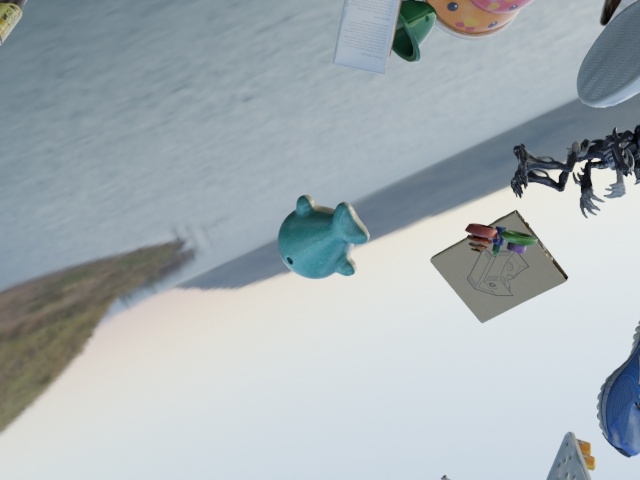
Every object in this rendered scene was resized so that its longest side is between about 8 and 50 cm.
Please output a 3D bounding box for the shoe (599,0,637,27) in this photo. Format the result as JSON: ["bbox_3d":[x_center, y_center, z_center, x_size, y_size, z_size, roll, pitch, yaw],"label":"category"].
[{"bbox_3d":[0.629,-0.531,2.012,0.058,0.076,0.219,-12,133,-31],"label":"shoe"}]

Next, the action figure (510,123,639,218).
[{"bbox_3d":[0.475,-0.117,1.713,0.275,0.141,0.164,-7,160,-2],"label":"action figure"}]

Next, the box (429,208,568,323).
[{"bbox_3d":[0.326,0.052,1.811,0.201,0.164,0.021,-32,-167,36],"label":"box"}]

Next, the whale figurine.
[{"bbox_3d":[0.000,0.000,2.232,0.141,0.216,0.272,-36,-173,-29],"label":"whale figurine"}]

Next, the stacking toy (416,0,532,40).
[{"bbox_3d":[0.447,-0.667,2.255,0.350,0.351,0.480,-25,-170,-23],"label":"stacking toy"}]

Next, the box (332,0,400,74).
[{"bbox_3d":[0.086,-0.381,1.667,0.091,0.171,0.130,12,-159,3],"label":"box"}]

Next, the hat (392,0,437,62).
[{"bbox_3d":[0.238,-0.517,2.207,0.183,0.173,0.208,-37,-152,-9],"label":"hat"}]

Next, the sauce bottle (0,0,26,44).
[{"bbox_3d":[-0.485,-0.349,1.523,0.042,0.042,0.128,-24,-143,45],"label":"sauce bottle"}]

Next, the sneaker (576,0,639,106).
[{"bbox_3d":[0.452,-0.240,1.161,0.169,0.108,0.292,11,146,-27],"label":"sneaker"}]

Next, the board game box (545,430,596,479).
[{"bbox_3d":[0.399,0.576,1.641,0.050,0.390,0.390,16,-162,-2],"label":"board game box"}]

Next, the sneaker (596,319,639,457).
[{"bbox_3d":[0.665,0.276,1.962,0.330,0.129,0.147,-62,-167,-17],"label":"sneaker"}]

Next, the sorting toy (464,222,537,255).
[{"bbox_3d":[0.251,0.004,1.390,0.102,0.042,0.061,13,-170,9],"label":"sorting toy"}]

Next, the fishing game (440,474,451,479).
[{"bbox_3d":[0.296,0.384,1.321,0.264,0.189,0.041,-3,-140,52],"label":"fishing game"}]
